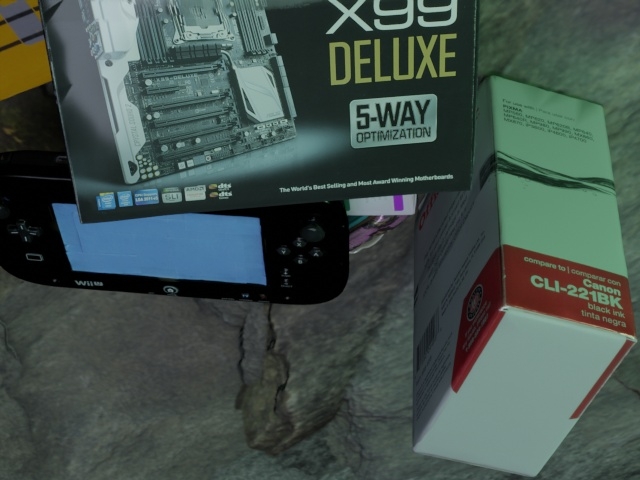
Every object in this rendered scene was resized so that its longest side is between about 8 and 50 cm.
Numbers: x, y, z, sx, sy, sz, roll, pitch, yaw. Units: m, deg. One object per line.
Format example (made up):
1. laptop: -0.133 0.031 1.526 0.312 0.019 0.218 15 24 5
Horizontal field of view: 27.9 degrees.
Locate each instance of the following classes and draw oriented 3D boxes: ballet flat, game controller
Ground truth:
1. ballet flat: 0.000 0.000 1.229 0.221 0.077 0.079 -27 145 30
2. game controller: -0.133 -0.006 1.104 0.319 0.067 0.166 4 136 5

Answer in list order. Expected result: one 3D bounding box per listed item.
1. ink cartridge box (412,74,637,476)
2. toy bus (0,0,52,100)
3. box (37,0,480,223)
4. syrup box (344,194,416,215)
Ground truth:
1. ink cartridge box: 0.160 0.026 1.083 0.114 0.273 0.197 13 135 -10
2. toy bus: -0.255 -0.190 1.042 0.332 0.108 0.130 -17 130 23
3. box: -0.040 -0.143 0.944 0.307 0.076 0.243 -5 126 -3
4. syrup box: -0.032 -0.084 1.126 0.236 0.093 0.096 0 134 8
